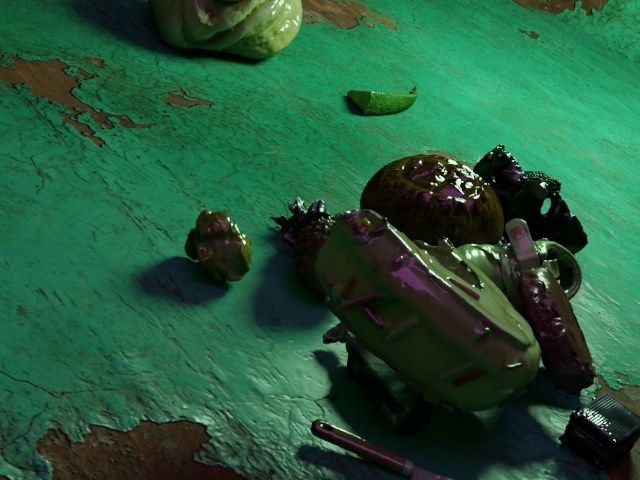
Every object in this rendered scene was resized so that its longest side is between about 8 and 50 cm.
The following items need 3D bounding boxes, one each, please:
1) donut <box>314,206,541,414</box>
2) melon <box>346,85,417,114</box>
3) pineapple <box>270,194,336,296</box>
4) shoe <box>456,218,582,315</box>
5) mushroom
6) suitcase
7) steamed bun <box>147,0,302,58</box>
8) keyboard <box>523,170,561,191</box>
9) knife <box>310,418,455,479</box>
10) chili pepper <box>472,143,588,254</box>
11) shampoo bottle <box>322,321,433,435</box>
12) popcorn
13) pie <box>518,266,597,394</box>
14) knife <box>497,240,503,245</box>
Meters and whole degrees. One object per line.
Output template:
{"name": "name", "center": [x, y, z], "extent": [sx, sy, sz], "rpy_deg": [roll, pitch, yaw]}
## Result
{"name": "donut", "center": [0.157, 0.105, 1.628], "extent": [0.307, 0.150, 0.371], "rpy_deg": [46, 12, 24]}
{"name": "melon", "center": [0.146, -0.315, 2.654], "extent": [0.114, 0.053, 0.262], "rpy_deg": [15, 16, 31]}
{"name": "pineapple", "center": [0.000, 0.000, 1.880], "extent": [0.125, 0.125, 0.251], "rpy_deg": [12, 18, -18]}
{"name": "shoe", "center": [0.315, 0.052, 1.941], "extent": [0.262, 0.128, 0.140], "rpy_deg": [9, 50, -41]}
{"name": "mushroom", "center": [0.196, -0.058, 2.061], "extent": [0.253, 0.153, 0.253], "rpy_deg": [11, 27, -6]}
{"name": "suitcase", "center": [0.401, 0.269, 1.695], "extent": [0.086, 0.059, 0.126], "rpy_deg": [37, 30, 26]}
{"name": "steamed bun", "center": [-0.199, -0.540, 2.610], "extent": [0.325, 0.230, 0.372], "rpy_deg": [35, 32, 33]}
{"name": "keyboard", "center": [0.408, -0.124, 2.487], "extent": [0.231, 0.023, 0.072], "rpy_deg": [-4, 33, -41]}
{"name": "knife", "center": [0.123, 0.295, 1.492], "extent": [0.298, 0.017, 0.047], "rpy_deg": [24, 28, -3]}
{"name": "chili pepper", "center": [0.361, -0.056, 2.177], "extent": [0.264, 0.148, 0.116], "rpy_deg": [44, 17, 30]}
{"name": "shampoo bottle", "center": [0.075, 0.180, 1.630], "extent": [0.063, 0.057, 0.207], "rpy_deg": [-9, 36, -28]}
{"name": "popcorn", "center": [-0.146, 0.012, 1.761], "extent": [0.109, 0.089, 0.097], "rpy_deg": [38, -6, 13]}
{"name": "pie", "center": [0.355, 0.136, 1.787], "extent": [0.204, 0.054, 0.219], "rpy_deg": [65, 18, -4]}
{"name": "knife", "center": [0.300, 0.004, 2.118], "extent": [0.031, 0.064, 0.222], "rpy_deg": [26, 23, -33]}
